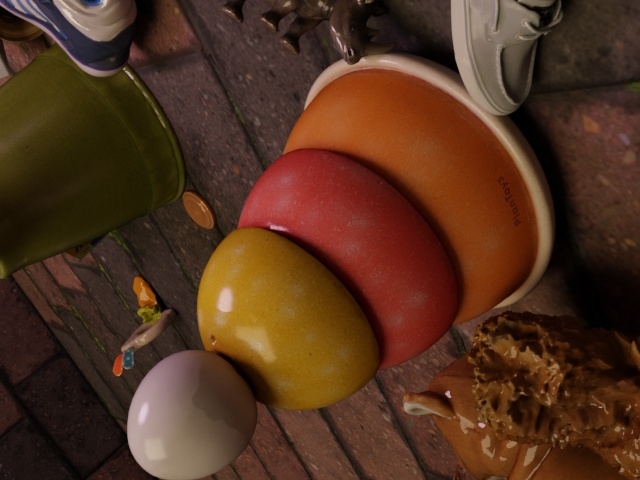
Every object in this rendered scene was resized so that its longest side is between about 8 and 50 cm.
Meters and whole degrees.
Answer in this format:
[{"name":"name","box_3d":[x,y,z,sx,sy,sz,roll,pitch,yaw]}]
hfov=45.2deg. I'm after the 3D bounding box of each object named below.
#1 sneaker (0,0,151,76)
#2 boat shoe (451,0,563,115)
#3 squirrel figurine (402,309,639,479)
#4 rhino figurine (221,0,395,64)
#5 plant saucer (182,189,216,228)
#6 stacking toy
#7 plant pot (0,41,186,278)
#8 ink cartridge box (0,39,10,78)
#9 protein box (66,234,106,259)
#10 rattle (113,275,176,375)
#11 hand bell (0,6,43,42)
[{"name":"sneaker","box_3d":[-0.394,-0.403,1.117,0.323,0.130,0.236,44,156,1]},{"name":"boat shoe","box_3d":[0.166,-0.210,0.672,0.081,0.079,0.228,22,138,45]},{"name":"squirrel figurine","box_3d":[0.280,0.210,0.871,0.370,0.281,0.397,37,148,42]},{"name":"rhino figurine","box_3d":[-0.018,-0.264,0.836,0.243,0.106,0.073,34,178,22]},{"name":"plant saucer","box_3d":[-0.228,-0.056,1.437,0.083,0.013,0.083,33,146,26]},{"name":"stacking toy","box_3d":[-0.014,0.051,0.807,0.350,0.480,0.351,33,146,26]},{"name":"plant pot","box_3d":[-0.494,-0.123,1.369,0.366,0.353,0.367,33,147,25]},{"name":"ink cartridge box","box_3d":[-0.653,-0.441,1.435,0.223,0.045,0.224,-125,18,-47]},{"name":"protein box","box_3d":[-0.570,-0.086,1.664,0.201,0.136,0.200,43,174,10]},{"name":"rattle","box_3d":[-0.454,0.205,1.849,0.130,0.199,0.143,9,132,48]},{"name":"hand bell","box_3d":[-0.578,-0.467,1.365,0.242,0.126,0.126,47,153,31]}]
